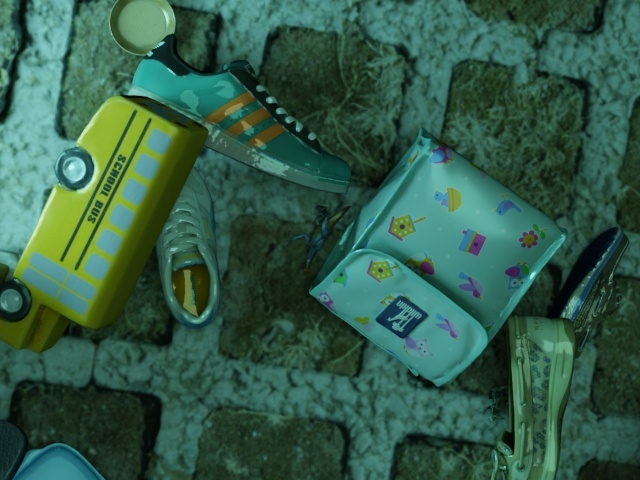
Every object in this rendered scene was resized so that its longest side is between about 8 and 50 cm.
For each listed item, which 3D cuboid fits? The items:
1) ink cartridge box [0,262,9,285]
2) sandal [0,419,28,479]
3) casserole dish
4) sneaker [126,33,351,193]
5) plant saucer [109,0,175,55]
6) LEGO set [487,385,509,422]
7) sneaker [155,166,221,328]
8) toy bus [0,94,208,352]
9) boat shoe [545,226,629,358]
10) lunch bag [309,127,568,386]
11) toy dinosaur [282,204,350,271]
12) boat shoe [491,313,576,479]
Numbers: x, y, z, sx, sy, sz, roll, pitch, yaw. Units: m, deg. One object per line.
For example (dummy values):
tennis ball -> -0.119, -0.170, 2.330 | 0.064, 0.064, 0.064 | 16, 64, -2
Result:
ink cartridge box -> -0.463, 0.121, 1.670 | 0.088, 0.193, 0.234 | 23, 86, -5
sandal -> -0.455, 0.317, 1.743 | 0.097, 0.054, 0.254 | 43, 95, 16
casserole dish -> -0.310, 0.337, 1.770 | 0.114, 0.037, 0.188 | -42, 94, -6
sneaker -> -0.087, -0.157, 1.765 | 0.302, 0.108, 0.121 | 25, 91, -6
plant saucer -> -0.225, -0.275, 1.794 | 0.083, 0.015, 0.083 | 0, 90, -8
LEGO set -> 0.240, 0.202, 1.853 | 0.083, 0.023, 0.054 | -39, 123, -23
sneaker -> -0.167, -0.003, 1.762 | 0.087, 0.092, 0.228 | -14, 90, -6
toy bus -> -0.268, -0.013, 1.695 | 0.130, 0.108, 0.332 | 28, 101, 8
boat shoe -> 0.356, 0.070, 1.852 | 0.066, 0.066, 0.183 | 31, 96, -11
lunch bag -> 0.141, 0.027, 1.774 | 0.223, 0.160, 0.262 | 35, 97, -9
toy dinosaur -> 0.000, 0.000, 1.813 | 0.090, 0.047, 0.082 | -2, 109, -18
boat shoe -> 0.258, 0.232, 1.807 | 0.089, 0.104, 0.285 | 8, 98, -3
